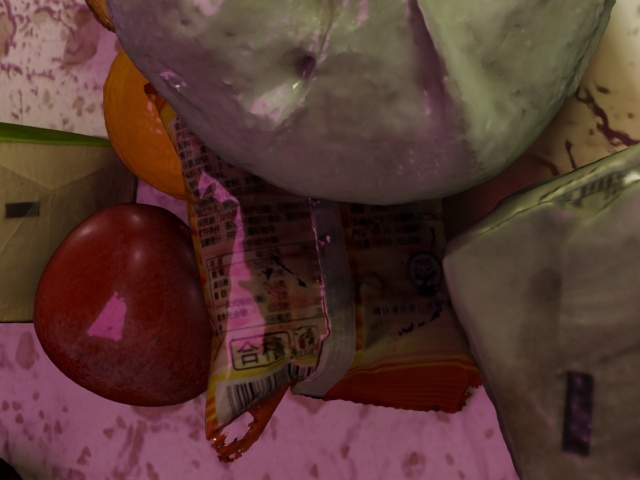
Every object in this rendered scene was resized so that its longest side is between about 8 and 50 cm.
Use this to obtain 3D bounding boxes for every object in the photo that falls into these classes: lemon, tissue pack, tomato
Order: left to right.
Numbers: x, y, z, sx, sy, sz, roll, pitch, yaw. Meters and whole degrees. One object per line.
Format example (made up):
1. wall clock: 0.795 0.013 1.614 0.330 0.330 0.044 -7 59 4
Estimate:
1. tissue pack: -0.329 -0.027 1.370 0.274 0.200 0.167 8 96 38
2. tomato: -0.148 0.061 1.253 0.167 0.167 0.167 0 90 38
3. lemon: -0.102 -0.104 1.231 0.187 0.142 0.142 25 105 51

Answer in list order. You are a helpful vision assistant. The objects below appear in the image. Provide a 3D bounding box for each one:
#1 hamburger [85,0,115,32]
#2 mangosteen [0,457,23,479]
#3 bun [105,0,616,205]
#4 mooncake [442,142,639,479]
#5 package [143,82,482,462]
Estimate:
1. hamburger: -0.171 -0.215 1.344 0.083 0.044 0.076 49 116 25
2. mangosteen: -0.331 0.291 1.396 0.192 0.192 0.217 -24 99 36
3. bun: 0.033 -0.197 1.019 0.354 0.194 0.354 0 73 1
4. mooncake: 0.222 0.059 0.977 0.250 0.136 0.254 -28 78 37
5. package: 0.006 -0.002 1.112 0.108 0.223 0.288 158 104 -71
